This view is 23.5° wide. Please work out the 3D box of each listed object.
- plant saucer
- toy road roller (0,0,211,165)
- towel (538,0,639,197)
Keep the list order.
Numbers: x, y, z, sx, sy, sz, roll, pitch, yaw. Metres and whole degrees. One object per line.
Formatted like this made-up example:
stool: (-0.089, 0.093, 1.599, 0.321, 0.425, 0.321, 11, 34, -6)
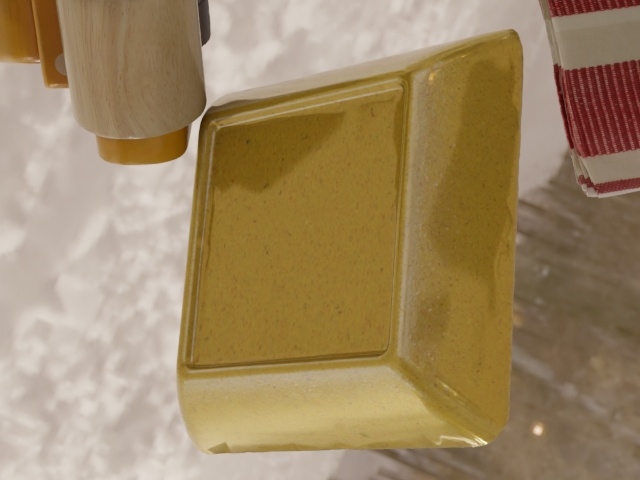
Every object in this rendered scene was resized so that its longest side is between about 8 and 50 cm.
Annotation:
plant saucer: (0.000, 0.000, 1.251, 0.081, 0.333, 0.333, 19, 69, -45)
toy road roller: (-0.224, -0.218, 1.366, 0.329, 0.240, 0.202, -95, -178, -58)
towel: (0.315, -0.213, 1.413, 0.037, 0.237, 0.329, 140, -61, -76)
